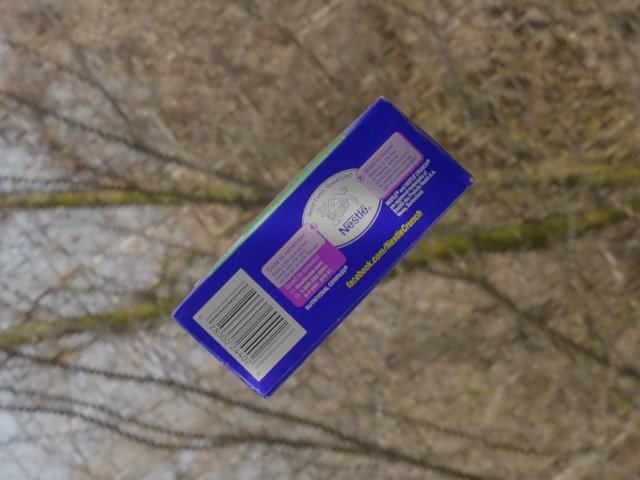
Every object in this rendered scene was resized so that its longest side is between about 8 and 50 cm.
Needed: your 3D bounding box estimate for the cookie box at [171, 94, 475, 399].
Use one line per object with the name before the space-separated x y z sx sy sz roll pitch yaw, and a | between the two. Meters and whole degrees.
cookie box | 0.000 0.000 0.498 0.040 0.092 0.107 44 -179 -2
